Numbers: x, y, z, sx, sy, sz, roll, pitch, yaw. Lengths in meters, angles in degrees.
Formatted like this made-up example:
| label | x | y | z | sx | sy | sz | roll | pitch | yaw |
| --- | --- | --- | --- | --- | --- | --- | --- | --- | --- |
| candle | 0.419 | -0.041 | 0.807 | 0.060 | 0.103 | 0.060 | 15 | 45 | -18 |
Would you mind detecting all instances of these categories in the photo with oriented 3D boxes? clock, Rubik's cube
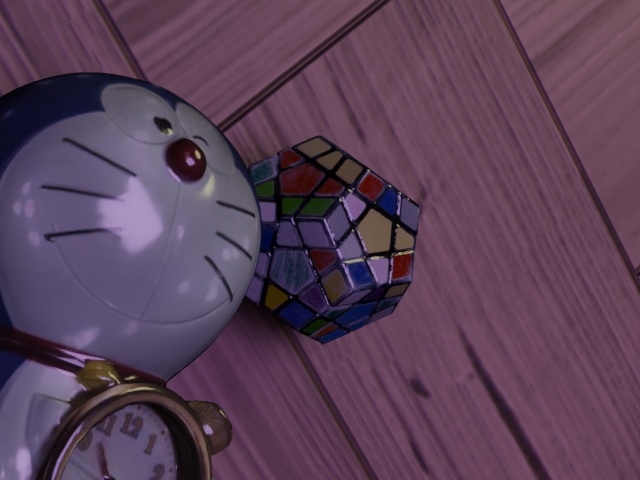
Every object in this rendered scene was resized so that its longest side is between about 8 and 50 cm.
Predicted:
| label | x | y | z | sx | sy | sz | roll | pitch | yaw |
| --- | --- | --- | --- | --- | --- | --- | --- | --- | --- |
| clock | -0.120 | 0.039 | 0.862 | 0.199 | 0.146 | 0.243 | 28 | 75 | -39 |
| Rubik's cube | 0.000 | 0.000 | 0.990 | 0.093 | 0.111 | 0.111 | 8 | 81 | -13 |
